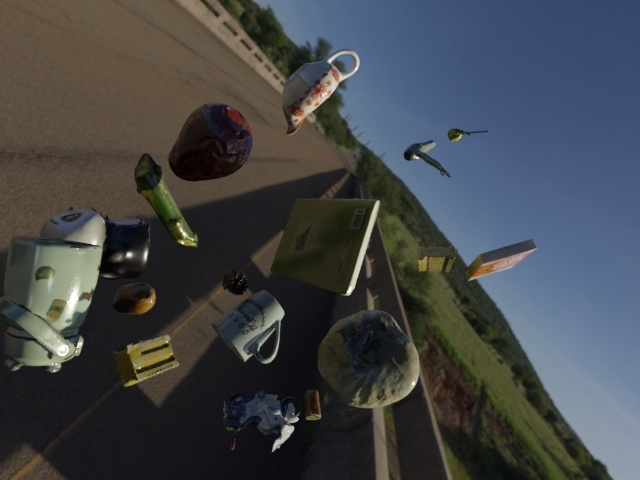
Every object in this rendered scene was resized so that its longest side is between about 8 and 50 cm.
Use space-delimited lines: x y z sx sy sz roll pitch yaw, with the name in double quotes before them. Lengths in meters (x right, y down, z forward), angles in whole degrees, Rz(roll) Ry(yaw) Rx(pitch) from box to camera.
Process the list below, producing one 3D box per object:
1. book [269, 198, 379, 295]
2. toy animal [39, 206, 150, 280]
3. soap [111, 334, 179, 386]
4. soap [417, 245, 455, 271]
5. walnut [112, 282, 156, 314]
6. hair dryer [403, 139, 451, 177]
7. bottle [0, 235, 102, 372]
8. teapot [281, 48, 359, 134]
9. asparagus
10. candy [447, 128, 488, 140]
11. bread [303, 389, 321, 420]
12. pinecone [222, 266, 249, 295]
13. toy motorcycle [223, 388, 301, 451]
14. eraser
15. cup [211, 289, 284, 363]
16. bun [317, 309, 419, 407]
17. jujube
"book" 0.000 0.000 1.066 0.035 0.240 0.352 24 -9 -35
"toy animal" -0.740 0.010 1.336 0.309 0.251 0.251 5 38 -31
"soap" -0.634 0.434 1.482 0.135 0.076 0.233 67 15 8
"soap" 0.315 0.055 1.114 0.252 0.092 0.037 40 51 -72
"walnut" -0.754 0.239 1.640 0.137 0.245 0.137 27 55 -46
"hair dryer" 0.430 -0.320 1.532 0.199 0.167 0.068 30 -40 17
"bottle" -0.722 0.170 1.057 0.228 0.353 0.229 10 -2 0
"teapot" -0.016 -0.369 0.974 0.116 0.245 0.159 53 20 -13
"asparagus" -0.469 -0.097 1.239 0.085 0.081 0.344 -80 157 -55
"candy" 0.401 -0.290 1.101 0.122 0.035 0.035 12 -72 52
"bread" -0.024 0.479 1.180 0.046 0.036 0.083 5 36 -11
"pinecone" -0.327 0.163 1.549 0.110 0.102 0.102 63 6 -19
"toy motorcycle" -0.166 0.503 1.130 0.102 0.220 0.150 104 -8 -47
"eraser" 0.542 0.064 1.245 0.230 0.157 0.038 67 6 -71
"cup" -0.238 0.335 1.532 0.258 0.234 0.187 40 -25 25
"bun" 0.124 0.309 1.079 0.273 0.272 0.168 59 -15 31
"jujube" -0.307 -0.257 1.116 0.189 0.255 0.190 30 49 -41
